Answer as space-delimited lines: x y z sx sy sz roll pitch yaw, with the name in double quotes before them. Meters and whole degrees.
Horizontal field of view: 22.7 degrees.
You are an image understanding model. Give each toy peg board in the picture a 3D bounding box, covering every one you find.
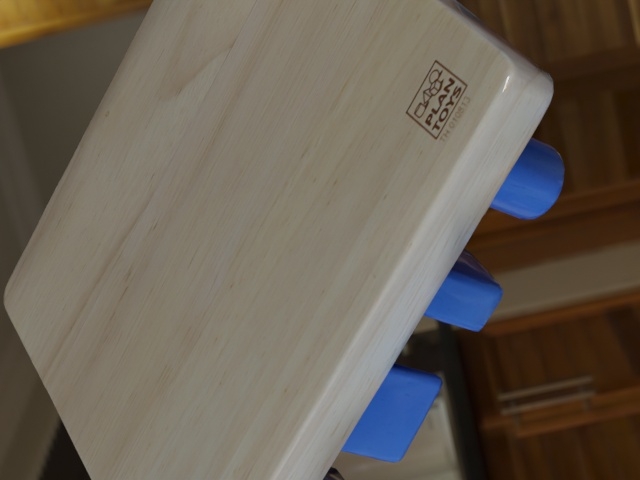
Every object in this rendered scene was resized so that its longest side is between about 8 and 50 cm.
"toy peg board" 0.000 0.000 0.441 0.161 0.079 0.160 -60 37 16
